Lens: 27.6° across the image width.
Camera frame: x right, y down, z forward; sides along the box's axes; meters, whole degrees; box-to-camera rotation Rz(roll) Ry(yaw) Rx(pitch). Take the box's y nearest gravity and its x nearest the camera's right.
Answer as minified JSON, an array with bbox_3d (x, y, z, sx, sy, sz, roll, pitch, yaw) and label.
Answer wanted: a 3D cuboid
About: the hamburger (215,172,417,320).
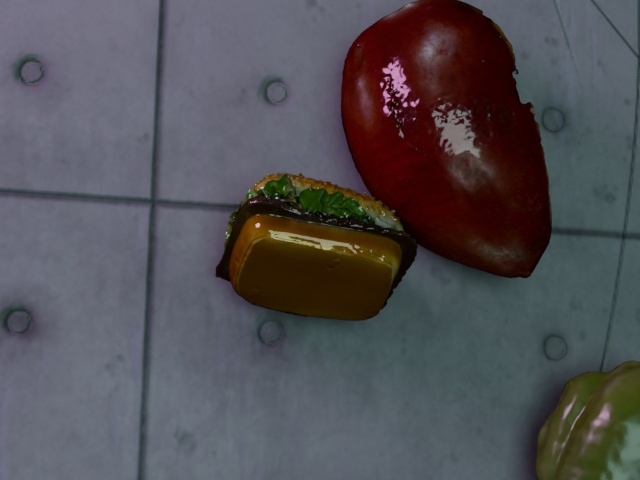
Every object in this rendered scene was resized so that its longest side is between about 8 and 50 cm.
[{"bbox_3d":[0.000,0.000,1.140,0.165,0.137,0.087,14,48,-13],"label":"hamburger"}]

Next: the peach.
[{"bbox_3d":[0.108,-0.083,1.171,0.154,0.159,0.267,-16,88,-10],"label":"peach"}]

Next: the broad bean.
[{"bbox_3d":[0.313,0.249,1.183,0.238,0.119,0.291,-18,87,-16],"label":"broad bean"}]
